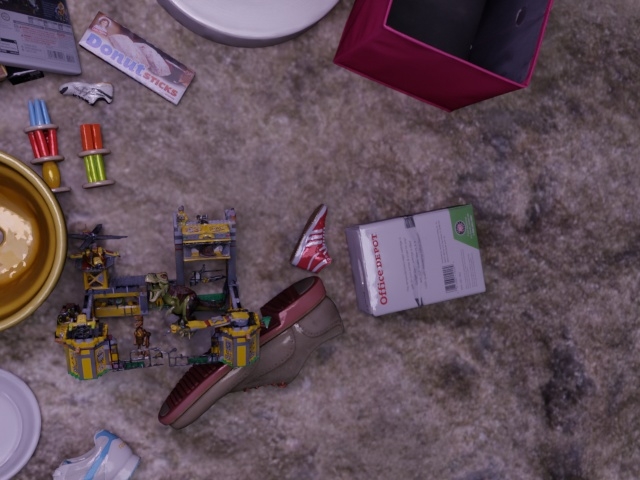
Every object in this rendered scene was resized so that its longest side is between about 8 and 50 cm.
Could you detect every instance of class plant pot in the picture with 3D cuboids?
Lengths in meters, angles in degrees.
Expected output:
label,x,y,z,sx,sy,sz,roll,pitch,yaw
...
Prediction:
label,x,y,z,sx,sy,sz,roll,pitch,yaw
plant pot,-0.484,-0.003,1.022,0.254,0.239,0.254,-1,92,-15

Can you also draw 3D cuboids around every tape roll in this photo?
label,x,y,z,sx,sy,sz,roll,pitch,yaw
tape roll,-0.121,-0.521,1.199,0.392,0.072,0.392,-1,92,-15

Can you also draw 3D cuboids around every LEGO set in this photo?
label,x,y,z,sx,sy,sz,roll,pitch,yaw
LEGO set,-0.239,0.060,1.082,0.331,0.255,0.192,1,119,-5

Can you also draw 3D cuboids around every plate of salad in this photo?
label,x,y,z,sx,sy,sz,roll,pitch,yaw
plate of salad,-0.537,0.289,1.114,0.199,0.048,0.200,-1,93,-26

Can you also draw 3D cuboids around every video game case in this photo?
label,x,y,z,sx,sy,sz,roll,pitch,yaw
video game case,-0.441,-0.338,1.063,0.022,0.190,0.173,-11,91,24

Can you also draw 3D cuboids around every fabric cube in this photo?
label,x,y,z,sx,sy,sz,roll,pitch,yaw
fabric cube,0.205,-0.390,1.197,0.254,0.258,0.259,18,87,-15

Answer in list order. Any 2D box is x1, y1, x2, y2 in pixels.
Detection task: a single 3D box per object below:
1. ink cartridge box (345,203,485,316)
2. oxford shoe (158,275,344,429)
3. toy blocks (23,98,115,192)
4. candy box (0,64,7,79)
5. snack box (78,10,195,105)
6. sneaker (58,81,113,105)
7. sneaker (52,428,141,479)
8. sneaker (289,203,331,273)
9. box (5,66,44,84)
label,x,y,z,sx,sy,sz,roll,pitch,yaw
ink cartridge box,0.166,0.032,1.281,0.219,0.092,0.160,-10,94,-15
oxford shoe,-0.105,0.211,1.197,0.348,0.123,0.130,-37,106,-11
toy blocks,-0.397,-0.152,1.138,0.123,0.054,0.148,-11,94,-14
candy box,-0.584,-0.353,0.997,0.183,0.087,0.317,-23,104,-23
snack box,-0.297,-0.295,1.179,0.178,0.022,0.064,31,85,-15
sneaker,-0.373,-0.233,1.154,0.083,0.032,0.037,-4,92,-15
sneaker,-0.396,0.403,1.143,0.092,0.087,0.229,46,73,-5
sneaker,0.000,0.000,1.260,0.067,0.042,0.118,26,92,-11
box,-0.466,-0.290,1.111,0.052,0.062,0.083,-20,97,-14
